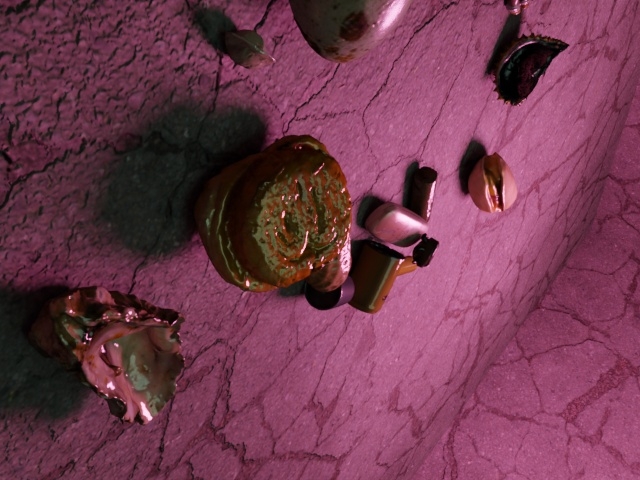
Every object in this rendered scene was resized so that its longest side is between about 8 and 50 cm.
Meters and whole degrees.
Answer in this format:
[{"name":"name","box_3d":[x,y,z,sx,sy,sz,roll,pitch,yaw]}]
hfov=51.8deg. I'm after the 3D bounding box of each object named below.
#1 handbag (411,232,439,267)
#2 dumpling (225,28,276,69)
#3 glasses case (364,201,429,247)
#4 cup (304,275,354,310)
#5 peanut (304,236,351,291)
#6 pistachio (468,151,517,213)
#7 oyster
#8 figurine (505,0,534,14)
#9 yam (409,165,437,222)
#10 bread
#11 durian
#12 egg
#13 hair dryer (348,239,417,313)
[{"name":"handbag","box_3d":[0.225,0.028,1.438,0.072,0.047,0.111,-60,173,-15]},{"name":"dumpling","box_3d":[-0.082,-0.230,0.803,0.043,0.059,0.077,-61,157,-21]},{"name":"glasses case","box_3d":[0.162,-0.030,1.377,0.081,0.051,0.204,-46,149,18]},{"name":"cup","box_3d":[0.019,0.081,1.256,0.077,0.078,0.100,3,83,-65]},{"name":"peanut","box_3d":[0.000,0.000,1.114,0.108,0.095,0.226,-29,138,-27]},{"name":"pistachio","box_3d":[0.432,-0.148,1.673,0.200,0.117,0.145,46,38,-53]},{"name":"oyster","box_3d":[-0.254,0.131,0.812,0.166,0.110,0.341,-51,154,-7]},{"name":"figurine","box_3d":[0.417,-0.532,1.300,0.147,0.093,0.197,-40,148,-14]},{"name":"yam","box_3d":[0.222,-0.094,1.434,0.054,0.054,0.132,-38,146,-35]},{"name":"bread","box_3d":[-0.056,-0.035,0.932,0.236,0.120,0.198,-33,122,-27]},{"name":"durian","box_3d":[0.448,-0.401,1.501,0.186,0.119,0.108,-53,-169,11]},{"name":"egg","box_3d":[0.037,-0.324,0.795,0.169,0.169,0.231,-33,148,-41]},{"name":"hair dryer","box_3d":[0.151,0.073,1.454,0.279,0.090,0.135,-6,121,-64]}]
